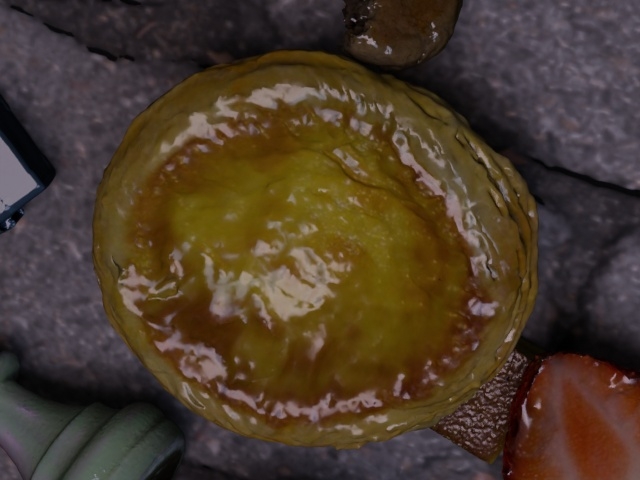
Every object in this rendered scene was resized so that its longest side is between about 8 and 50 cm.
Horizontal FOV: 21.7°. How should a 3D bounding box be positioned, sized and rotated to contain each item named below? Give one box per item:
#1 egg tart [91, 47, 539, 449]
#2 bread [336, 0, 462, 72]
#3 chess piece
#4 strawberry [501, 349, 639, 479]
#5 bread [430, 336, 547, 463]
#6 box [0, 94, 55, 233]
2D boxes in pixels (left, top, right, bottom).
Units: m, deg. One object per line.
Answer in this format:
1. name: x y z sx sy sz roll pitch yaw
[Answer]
1. egg tart: 0.000 0.000 1.180 0.318 0.128 0.319 5 114 10
2. bread: 0.053 -0.168 1.131 0.082 0.060 0.113 11 84 -21
3. chess piece: -0.248 0.130 1.294 0.271 0.139 0.139 33 114 9
4. strawberry: 0.186 0.142 1.204 0.146 0.082 0.187 -30 121 -3
5. bread: 0.116 0.107 1.246 0.090 0.035 0.094 31 113 -2
6. box: -0.242 -0.061 1.239 0.054 0.074 0.099 -33 101 7
